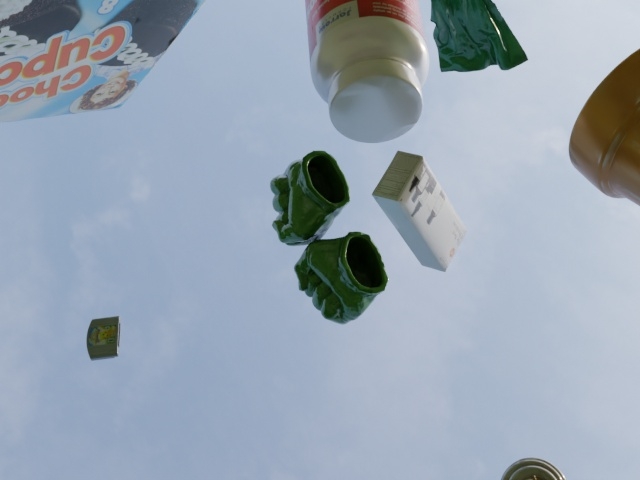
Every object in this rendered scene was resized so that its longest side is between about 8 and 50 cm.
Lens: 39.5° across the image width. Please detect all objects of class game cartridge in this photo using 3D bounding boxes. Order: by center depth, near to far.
[{"bbox_3d":[-0.368,0.165,1.511,0.056,0.017,0.083,-10,-132,1],"label":"game cartridge"}]

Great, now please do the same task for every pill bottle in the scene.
[{"bbox_3d":[0.089,-0.394,1.737,0.229,0.229,0.407,-6,-128,2],"label":"pill bottle"}]

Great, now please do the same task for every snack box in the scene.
[{"bbox_3d":[-0.224,-0.145,0.583,0.322,0.187,0.060,-19,-105,-49],"label":"snack box"}]

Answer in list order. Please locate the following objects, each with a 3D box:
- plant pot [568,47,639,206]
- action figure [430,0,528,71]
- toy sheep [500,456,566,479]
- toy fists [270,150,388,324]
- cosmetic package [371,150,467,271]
[{"bbox_3d":[0.423,-0.099,1.012,0.205,0.205,0.188,-28,-126,-10],"label":"plant pot"},{"bbox_3d":[0.205,-0.340,1.282,0.137,0.232,0.063,-6,-126,25],"label":"action figure"},{"bbox_3d":[0.256,0.304,1.076,0.091,0.132,0.091,-2,-97,18],"label":"toy sheep"},{"bbox_3d":[0.000,0.000,1.428,0.096,0.142,0.279,-15,-108,-33],"label":"toy fists"},{"bbox_3d":[0.182,-0.047,1.587,0.060,0.239,0.099,19,-110,39],"label":"cosmetic package"}]
